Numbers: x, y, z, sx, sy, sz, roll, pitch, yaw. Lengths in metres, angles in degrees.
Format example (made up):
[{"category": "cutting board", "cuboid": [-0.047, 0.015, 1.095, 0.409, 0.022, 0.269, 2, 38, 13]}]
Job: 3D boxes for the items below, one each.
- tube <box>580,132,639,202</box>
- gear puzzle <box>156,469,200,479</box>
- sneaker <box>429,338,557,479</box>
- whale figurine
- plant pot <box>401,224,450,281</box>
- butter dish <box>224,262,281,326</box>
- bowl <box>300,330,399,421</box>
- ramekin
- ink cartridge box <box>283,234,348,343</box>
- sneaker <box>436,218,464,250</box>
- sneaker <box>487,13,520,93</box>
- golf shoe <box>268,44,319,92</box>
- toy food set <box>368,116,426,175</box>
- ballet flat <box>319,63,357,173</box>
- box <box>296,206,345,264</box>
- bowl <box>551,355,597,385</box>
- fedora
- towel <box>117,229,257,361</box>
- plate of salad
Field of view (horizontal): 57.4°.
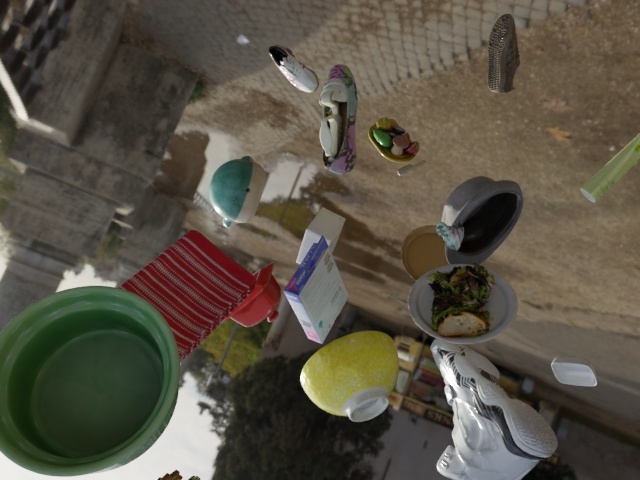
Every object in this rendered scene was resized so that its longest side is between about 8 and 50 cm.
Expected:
[{"category": "tube", "cuboid": [0.873, -0.215, 1.712, 0.062, 0.240, 0.070, 47, -172, 10]}, {"category": "gear puzzle", "cuboid": [-0.287, 0.514, 1.071, 0.044, 0.175, 0.339, 30, 142, 21]}, {"category": "sneaker", "cuboid": [0.308, 0.372, 1.230, 0.137, 0.210, 0.366, 21, -164, -31]}, {"category": "whale figurine", "cuboid": [-0.254, -0.145, 1.667, 0.141, 0.216, 0.272, 17, 179, -20]}, {"category": "plant pot", "cuboid": [0.400, 0.059, 2.078, 0.236, 0.236, 0.032, 21, 159, 5]}, {"category": "butter dish", "cuboid": [-0.155, 0.160, 1.493, 0.118, 0.160, 0.160, 47, -163, -14]}, {"category": "bowl", "cuboid": [0.104, 0.400, 1.607, 0.289, 0.289, 0.156, 30, -156, -44]}, {"category": "ramekin", "cuboid": [-0.383, 0.242, 0.982, 0.303, 0.303, 0.148, 21, 152, 5]}, {"category": "ink cartridge box", "cuboid": [-0.012, 0.143, 1.713, 0.065, 0.186, 0.311, 15, 147, 27]}, {"category": "sneaker", "cuboid": [0.323, -0.030, 1.432, 0.038, 0.069, 0.098, 15, 152, 46]}, {"category": "sneaker", "cuboid": [0.462, -0.463, 1.461, 0.071, 0.188, 0.066, -1, -166, -31]}, {"category": "golf shoe", "cuboid": [-0.083, -0.498, 1.707, 0.186, 0.067, 0.086, 46, -157, 15]}, {"category": "toy food set", "cuboid": [0.239, -0.310, 1.793, 0.218, 0.128, 0.071, 56, 151, 27]}, {"category": "ballet flat", "cuboid": [0.030, -0.243, 1.151, 0.077, 0.221, 0.079, -1, 180, 37]}, {"category": "box", "cuboid": [0.000, 0.000, 1.953, 0.091, 0.130, 0.170, 27, 136, 8]}, {"category": "bowl", "cuboid": [0.928, 0.469, 2.129, 0.142, 0.053, 0.142, -4, 132, 39]}, {"category": "fedora", "cuboid": [0.418, -0.067, 1.600, 0.244, 0.275, 0.124, 8, -149, -38]}, {"category": "towel", "cuboid": [-0.282, 0.108, 1.205, 0.199, 0.275, 0.031, 39, 140, 6]}, {"category": "plate of salad", "cuboid": [0.263, 0.107, 1.086, 0.200, 0.200, 0.048, 16, 138, 29]}]
